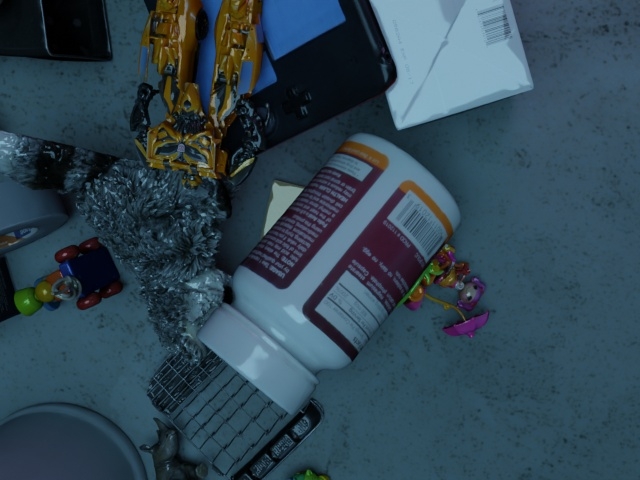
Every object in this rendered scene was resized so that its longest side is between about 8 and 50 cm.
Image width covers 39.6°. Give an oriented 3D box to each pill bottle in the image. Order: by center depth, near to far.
[{"bbox_3d":[0.011,0.051,1.332,0.224,0.224,0.392,40,80,0],"label":"pill bottle"}]

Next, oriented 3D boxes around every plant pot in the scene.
[{"bbox_3d":[-0.466,-0.377,1.431,0.167,0.188,0.187,-4,97,19],"label":"plant pot"}]

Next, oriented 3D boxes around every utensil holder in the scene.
[{"bbox_3d":[-0.490,0.471,1.426,0.327,0.385,0.328,1,96,6],"label":"utensil holder"}]

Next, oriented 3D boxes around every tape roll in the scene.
[{"bbox_3d":[-0.527,-0.030,1.448,0.219,0.219,0.072,-25,87,9],"label":"tape roll"}]

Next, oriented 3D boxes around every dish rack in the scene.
[{"bbox_3d":[-0.154,0.283,1.526,0.271,0.074,0.208,45,98,1],"label":"dish rack"}]

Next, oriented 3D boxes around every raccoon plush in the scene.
[{"bbox_3d":[-0.323,0.020,1.406,0.446,0.216,0.299,12,91,-6],"label":"raccoon plush"}]

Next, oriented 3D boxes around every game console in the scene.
[{"bbox_3d":[-0.097,-0.331,1.264,0.342,0.060,0.387,-21,92,38],"label":"game console"}]

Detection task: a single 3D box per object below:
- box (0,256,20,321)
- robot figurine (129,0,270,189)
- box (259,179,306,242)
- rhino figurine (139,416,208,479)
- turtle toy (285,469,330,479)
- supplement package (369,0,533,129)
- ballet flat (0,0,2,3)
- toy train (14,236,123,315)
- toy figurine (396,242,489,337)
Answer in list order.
[{"bbox_3d":[-0.625,0.107,1.485,0.153,0.207,0.108,-14,95,7],"label":"box"},{"bbox_3d":[-0.172,-0.214,1.239,0.211,0.085,0.291,10,100,14],"label":"robot figurine"},{"bbox_3d":[0.000,0.000,1.497,0.201,0.021,0.164,14,98,4],"label":"box"},{"bbox_3d":[-0.244,0.420,1.542,0.106,0.073,0.243,-20,94,45],"label":"rhino figurine"},{"bbox_3d":[-0.040,0.453,1.529,0.066,0.095,0.130,19,99,25],"label":"turtle toy"},{"bbox_3d":[0.181,-0.285,1.319,0.198,0.263,0.199,-16,95,8],"label":"supplement package"},{"bbox_3d":[-0.623,-0.357,1.329,0.348,0.123,0.123,-15,95,12],"label":"ballet flat"},{"bbox_3d":[-0.437,0.080,1.444,0.143,0.248,0.105,-24,94,13],"label":"toy train"},{"bbox_3d":[0.211,0.082,1.456,0.159,0.130,0.173,34,75,-12],"label":"toy figurine"}]
